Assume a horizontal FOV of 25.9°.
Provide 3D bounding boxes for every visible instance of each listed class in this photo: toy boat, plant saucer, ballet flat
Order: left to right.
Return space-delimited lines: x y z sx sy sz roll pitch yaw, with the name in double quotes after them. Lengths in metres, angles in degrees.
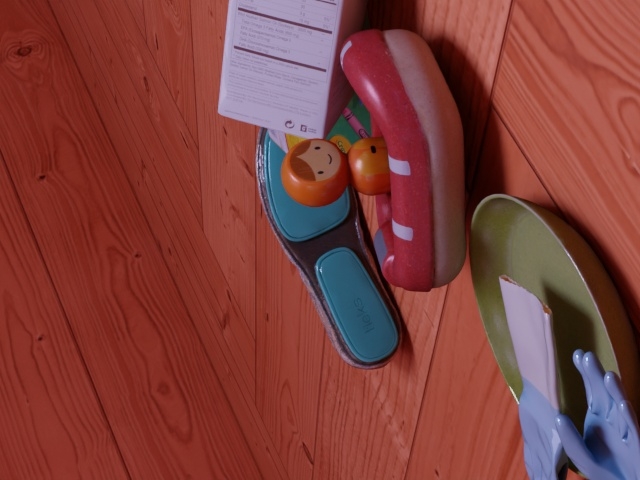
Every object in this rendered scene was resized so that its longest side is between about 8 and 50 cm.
0.000 0.000 1.588 0.106 0.107 0.316 160 92 -83 "ballet flat"
0.041 -0.066 1.195 0.151 0.151 0.231 -104 7 -61 "toy boat"
0.191 0.072 1.106 0.241 0.037 0.241 161 90 -75 "plant saucer"

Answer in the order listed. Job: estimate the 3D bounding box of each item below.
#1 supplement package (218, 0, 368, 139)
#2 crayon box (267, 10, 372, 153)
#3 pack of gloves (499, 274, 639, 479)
-0.020 -0.198 1.239 0.105 0.105 0.179 -59 -19 -56 "supplement package"
-0.015 -0.210 1.402 0.165 0.081 0.278 -134 28 -57 "crayon box"
0.187 0.167 1.082 0.195 0.046 0.232 -139 32 -60 "pack of gloves"
